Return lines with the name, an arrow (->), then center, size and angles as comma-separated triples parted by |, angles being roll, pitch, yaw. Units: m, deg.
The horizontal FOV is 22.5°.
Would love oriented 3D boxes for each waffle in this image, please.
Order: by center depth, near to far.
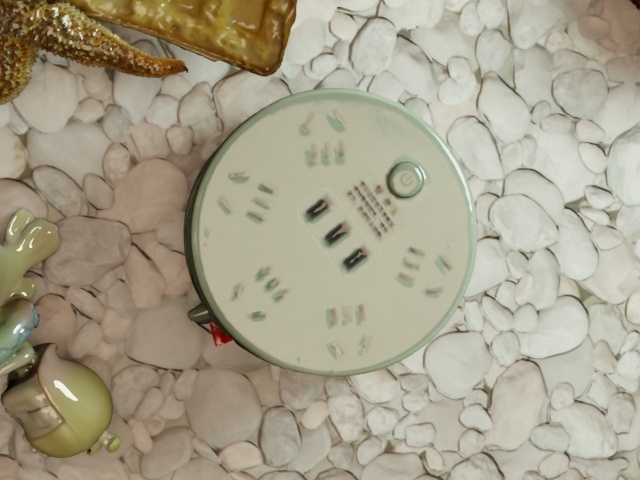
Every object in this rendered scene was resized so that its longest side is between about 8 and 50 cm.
waffle -> -0.173, -0.369, 1.824 | 0.348, 0.077, 0.304 | 18, 113, 0

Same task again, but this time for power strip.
power strip -> 0.000, 0.000, 1.897 | 0.357, 0.161, 0.357 | 0, 89, -8

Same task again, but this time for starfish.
starfish -> -0.326, -0.292, 1.793 | 0.301, 0.084, 0.293 | -7, 113, 15

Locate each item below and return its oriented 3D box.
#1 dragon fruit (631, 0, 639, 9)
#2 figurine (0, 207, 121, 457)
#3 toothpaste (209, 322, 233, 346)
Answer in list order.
dragon fruit -> 0.442, -0.317, 1.966 | 0.330, 0.302, 0.240 | 20, 126, 4
figurine -> -0.368, 0.101, 1.879 | 0.394, 0.226, 0.274 | 48, 59, -18
toothpaste -> -0.044, 0.083, 1.991 | 0.190, 0.031, 0.048 | -16, 103, -5
